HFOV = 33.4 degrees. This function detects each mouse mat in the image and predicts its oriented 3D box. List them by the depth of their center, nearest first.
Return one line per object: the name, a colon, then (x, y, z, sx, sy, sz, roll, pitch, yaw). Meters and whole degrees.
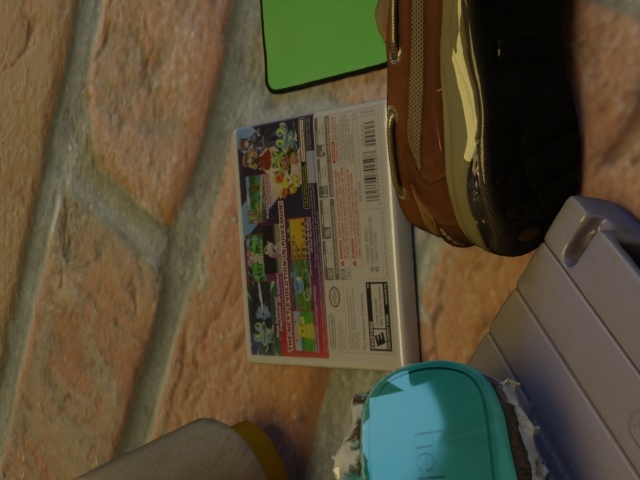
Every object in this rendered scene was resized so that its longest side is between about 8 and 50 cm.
mouse mat: (0.000, -0.219, 0.844, 0.152, 0.007, 0.190, -5, 90, 47)

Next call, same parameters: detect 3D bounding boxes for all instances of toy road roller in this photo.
toy road roller: (-0.140, 0.322, 0.890, 0.240, 0.202, 0.329, 56, 135, 13)

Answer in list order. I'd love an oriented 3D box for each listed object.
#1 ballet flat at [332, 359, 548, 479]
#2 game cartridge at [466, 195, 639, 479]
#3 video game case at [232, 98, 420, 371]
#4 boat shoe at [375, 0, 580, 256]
ballet flat: (0.068, 0.242, 0.502, 0.147, 0.147, 0.409, -44, 25, 39)
game cartridge: (0.173, 0.165, 0.566, 0.355, 0.068, 0.230, -113, 38, -51)
video game case: (0.000, 0.000, 0.844, 0.183, 0.023, 0.201, -4, 90, 47)
boat shoe: (0.085, -0.153, 0.677, 0.120, 0.122, 0.324, 3, 93, 50)
